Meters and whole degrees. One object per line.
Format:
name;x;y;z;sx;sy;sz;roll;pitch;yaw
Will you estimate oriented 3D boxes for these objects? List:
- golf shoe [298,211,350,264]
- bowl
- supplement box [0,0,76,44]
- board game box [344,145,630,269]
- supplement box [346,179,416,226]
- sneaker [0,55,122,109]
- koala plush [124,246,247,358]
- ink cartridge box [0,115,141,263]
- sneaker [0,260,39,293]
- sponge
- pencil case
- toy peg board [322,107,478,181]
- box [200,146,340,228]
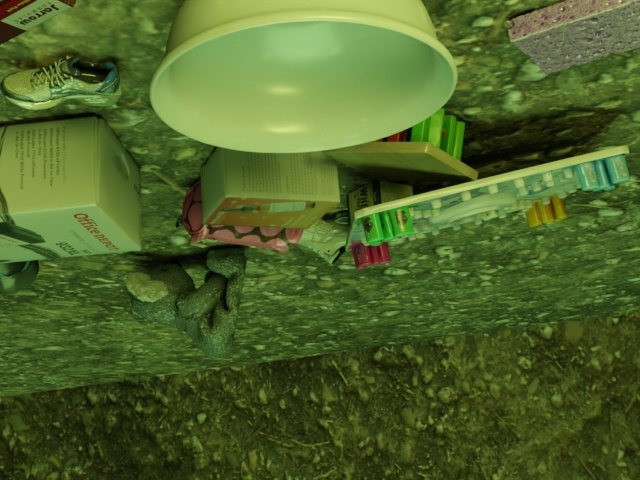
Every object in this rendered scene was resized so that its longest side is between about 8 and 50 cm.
golf shoe;0.000;0.000;1.766;0.176;0.086;0.069;-5;166;9
bowl;-0.019;-0.200;0.985;0.297;0.134;0.298;-3;164;-1
supplement box;-0.338;-0.248;0.845;0.130;0.073;0.239;-16;161;33
board game box;0.237;-0.038;1.555;0.389;0.050;0.390;-14;173;-3
supplement box;0.101;-0.056;1.649;0.083;0.056;0.083;7;161;-34
sneaker;-0.291;-0.184;1.135;0.135;0.052;0.058;-7;155;-19
koala plush;-0.267;0.115;1.946;0.221;0.203;0.196;10;162;-6
ink cartridge box;-0.419;-0.057;1.374;0.307;0.129;0.223;-6;163;4
sneaker;-0.622;-0.004;1.593;0.340;0.125;0.140;1;136;-9
sponge;0.326;-0.242;1.115;0.210;0.031;0.117;-14;161;28
pencil case;-0.118;-0.033;1.596;0.209;0.098;0.095;8;160;-38
toy peg board;0.115;-0.137;1.378;0.160;0.079;0.161;4;171;33
box;-0.076;-0.080;1.457;0.170;0.091;0.130;2;163;-21
